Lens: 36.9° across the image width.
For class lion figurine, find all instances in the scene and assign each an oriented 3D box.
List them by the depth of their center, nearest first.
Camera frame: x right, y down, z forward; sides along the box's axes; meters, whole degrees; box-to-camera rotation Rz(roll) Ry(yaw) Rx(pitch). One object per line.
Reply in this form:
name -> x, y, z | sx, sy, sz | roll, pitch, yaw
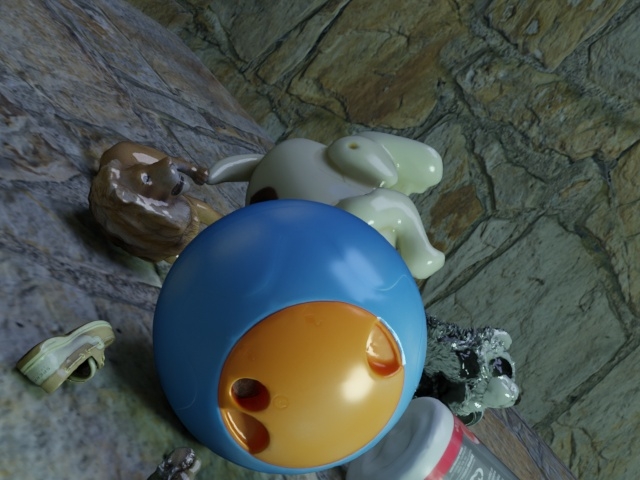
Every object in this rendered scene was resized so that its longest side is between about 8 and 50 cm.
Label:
lion figurine -> -0.246, -0.064, 1.364 | 0.240, 0.142, 0.392 | 27, 3, -30

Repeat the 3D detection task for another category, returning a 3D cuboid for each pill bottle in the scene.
pill bottle -> 0.199, 0.374, 1.285 | 0.318, 0.176, 0.176 | 45, 8, -13

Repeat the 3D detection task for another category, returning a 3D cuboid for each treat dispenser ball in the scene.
treat dispenser ball -> -0.032, 0.100, 1.014 | 0.288, 0.288, 0.288 | 46, 8, -8

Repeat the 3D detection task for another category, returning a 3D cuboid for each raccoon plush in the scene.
raccoon plush -> 0.175, 0.164, 1.771 | 0.446, 0.216, 0.299 | 48, 25, 11

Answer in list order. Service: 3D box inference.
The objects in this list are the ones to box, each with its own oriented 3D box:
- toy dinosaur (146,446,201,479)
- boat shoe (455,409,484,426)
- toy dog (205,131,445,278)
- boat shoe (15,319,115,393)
toy dinosaur -> -0.085, 0.270, 0.744 | 0.118, 0.064, 0.268 | 28, 15, -20
boat shoe -> 0.206, 0.311, 1.927 | 0.335, 0.121, 0.119 | 31, 22, -26
toy dog -> 0.000, 0.000, 1.463 | 0.395, 0.284, 0.408 | 29, 31, -9
boat shoe -> -0.222, 0.108, 0.870 | 0.045, 0.050, 0.135 | 51, 18, 5
